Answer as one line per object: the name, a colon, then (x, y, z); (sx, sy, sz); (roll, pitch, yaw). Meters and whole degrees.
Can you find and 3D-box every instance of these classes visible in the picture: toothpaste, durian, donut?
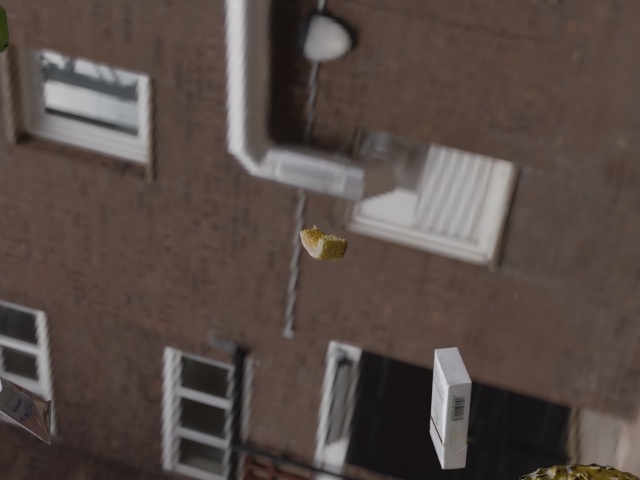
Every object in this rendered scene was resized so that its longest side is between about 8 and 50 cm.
toothpaste: (-0.417, 0.232, 1.766); (0.194, 0.043, 0.067); (58, -155, -65)
durian: (0.348, 0.386, 1.680); (0.183, 0.250, 0.138); (-20, 48, 45)
donut: (0.000, 0.000, 1.915); (0.038, 0.083, 0.067); (-13, -36, -30)

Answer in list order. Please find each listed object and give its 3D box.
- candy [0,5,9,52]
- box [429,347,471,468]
candy: (-0.576, -0.303, 1.918); (0.097, 0.210, 0.096); (-17, -90, -86)
box: (0.183, 0.238, 1.790); (0.084, 0.040, 0.154); (-111, 17, -57)
